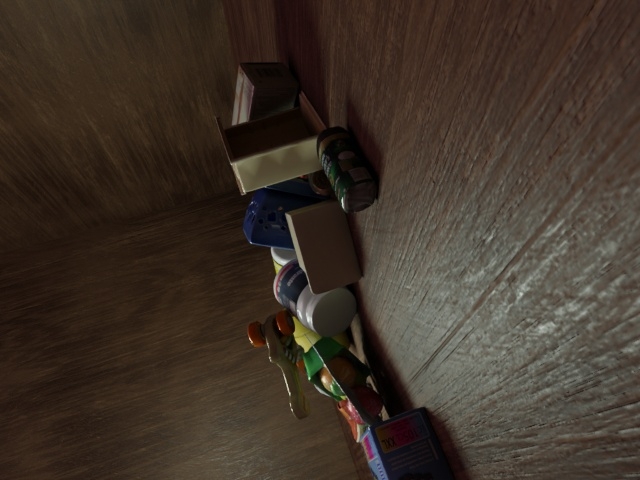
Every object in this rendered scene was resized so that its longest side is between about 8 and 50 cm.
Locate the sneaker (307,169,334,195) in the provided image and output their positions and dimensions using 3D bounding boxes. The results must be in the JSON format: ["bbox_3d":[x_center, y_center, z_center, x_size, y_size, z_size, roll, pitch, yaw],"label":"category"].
[{"bbox_3d":[0.006,-0.163,1.332,0.192,0.064,0.086,-118,7,-50],"label":"sneaker"}]

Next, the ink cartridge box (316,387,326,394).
[{"bbox_3d":[-0.058,0.588,2.216,0.091,0.385,0.308,-61,18,6],"label":"ink cartridge box"}]

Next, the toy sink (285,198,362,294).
[{"bbox_3d":[0.007,0.014,1.346,0.131,0.153,0.234,-152,44,-77],"label":"toy sink"}]

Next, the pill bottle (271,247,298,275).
[{"bbox_3d":[-0.105,0.129,2.094,0.334,0.188,0.188,84,166,-48],"label":"pill bottle"}]

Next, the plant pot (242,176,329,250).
[{"bbox_3d":[-0.107,-0.099,1.491,0.236,0.236,0.212,-132,53,-70],"label":"plant pot"}]

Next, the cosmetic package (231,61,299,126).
[{"bbox_3d":[-0.184,-0.391,1.474,0.129,0.153,0.296,59,146,32],"label":"cosmetic package"}]

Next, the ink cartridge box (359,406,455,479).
[{"bbox_3d":[0.237,0.627,1.107,0.270,0.151,0.395,90,159,-61],"label":"ink cartridge box"}]

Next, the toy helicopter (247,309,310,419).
[{"bbox_3d":[-0.103,0.417,1.581,0.235,0.140,0.355,41,-152,-64],"label":"toy helicopter"}]

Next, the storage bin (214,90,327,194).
[{"bbox_3d":[-0.133,-0.280,1.303,0.123,0.262,0.260,80,169,-47],"label":"storage bin"}]

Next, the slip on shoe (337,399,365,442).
[{"bbox_3d":[0.122,0.647,1.838,0.123,0.101,0.331,-61,-38,-60],"label":"slip on shoe"}]

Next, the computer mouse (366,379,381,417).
[{"bbox_3d":[0.168,0.551,1.691,0.106,0.042,0.193,103,149,-71],"label":"computer mouse"}]

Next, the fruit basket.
[{"bbox_3d":[0.091,0.478,1.472,0.327,0.165,0.353,50,-177,-46],"label":"fruit basket"}]

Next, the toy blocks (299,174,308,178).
[{"bbox_3d":[-0.064,-0.218,1.644,0.123,0.054,0.148,-129,24,-65],"label":"toy blocks"}]

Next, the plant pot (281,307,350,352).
[{"bbox_3d":[-0.010,0.342,1.826,0.239,0.254,0.254,58,173,-7],"label":"plant pot"}]

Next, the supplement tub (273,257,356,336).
[{"bbox_3d":[-0.022,0.186,1.577,0.272,0.191,0.191,31,139,54],"label":"supplement tub"}]

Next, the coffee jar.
[{"bbox_3d":[0.051,-0.155,1.003,0.096,0.079,0.184,86,164,-54],"label":"coffee jar"}]
